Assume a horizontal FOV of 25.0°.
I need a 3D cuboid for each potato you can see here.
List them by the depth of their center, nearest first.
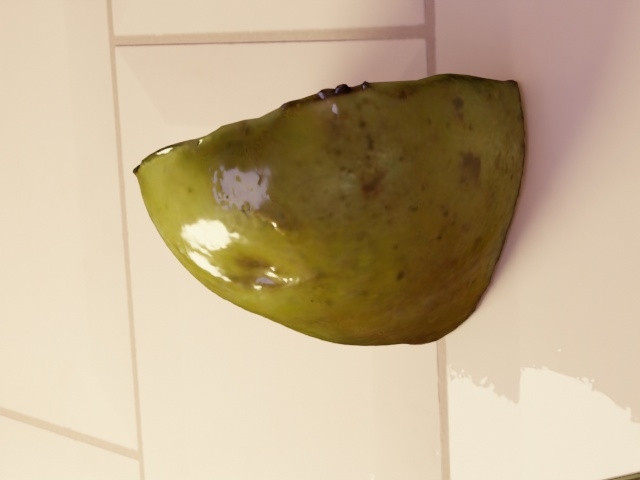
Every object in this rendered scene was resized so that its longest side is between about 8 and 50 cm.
[{"bbox_3d":[0.000,0.000,1.251,0.330,0.280,0.212,-21,81,46],"label":"potato"}]

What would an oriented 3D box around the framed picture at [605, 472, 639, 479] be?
[{"bbox_3d":[0.314,0.293,1.167,0.173,0.010,0.231,-24,80,47],"label":"framed picture"}]
